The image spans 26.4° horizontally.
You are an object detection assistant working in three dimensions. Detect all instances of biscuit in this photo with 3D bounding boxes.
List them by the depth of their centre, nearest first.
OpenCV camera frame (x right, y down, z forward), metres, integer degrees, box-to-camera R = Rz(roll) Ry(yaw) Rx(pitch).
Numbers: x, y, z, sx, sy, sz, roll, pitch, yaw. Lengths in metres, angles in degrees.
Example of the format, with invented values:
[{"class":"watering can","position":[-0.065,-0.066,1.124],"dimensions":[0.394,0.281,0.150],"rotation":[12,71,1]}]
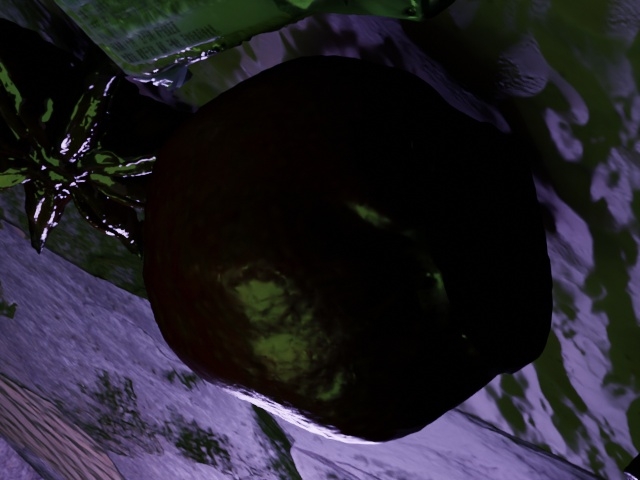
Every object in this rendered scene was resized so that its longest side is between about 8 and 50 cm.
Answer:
[{"class":"biscuit","position":[-0.073,-0.161,0.715],"dimensions":[0.186,0.079,0.309],"rotation":[46,156,-19]}]

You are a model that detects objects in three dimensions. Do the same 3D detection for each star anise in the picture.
[{"class":"star anise","position":[-0.182,-0.084,1.004],"dimensions":[0.271,0.103,0.272],"rotation":[9,148,6]}]

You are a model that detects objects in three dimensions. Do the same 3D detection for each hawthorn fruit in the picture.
[{"class":"hawthorn fruit","position":[0.000,0.000,0.755],"dimensions":[0.215,0.215,0.249],"rotation":[51,163,-23]}]

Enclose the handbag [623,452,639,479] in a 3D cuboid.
[{"class":"handbag","position":[0.283,0.209,0.713],"dimensions":[0.254,0.093,0.308],"rotation":[46,177,-40]}]
